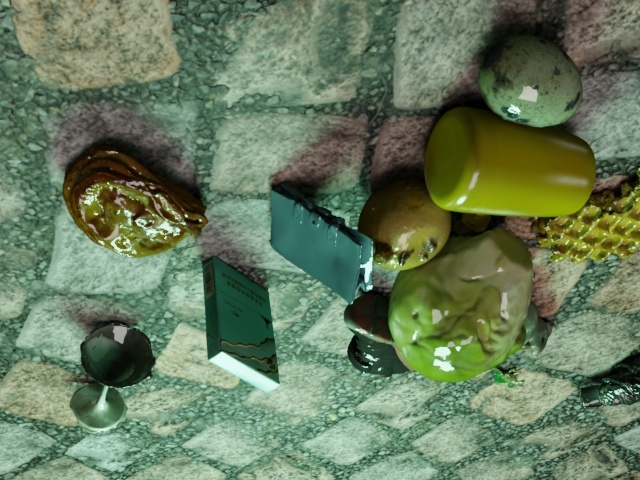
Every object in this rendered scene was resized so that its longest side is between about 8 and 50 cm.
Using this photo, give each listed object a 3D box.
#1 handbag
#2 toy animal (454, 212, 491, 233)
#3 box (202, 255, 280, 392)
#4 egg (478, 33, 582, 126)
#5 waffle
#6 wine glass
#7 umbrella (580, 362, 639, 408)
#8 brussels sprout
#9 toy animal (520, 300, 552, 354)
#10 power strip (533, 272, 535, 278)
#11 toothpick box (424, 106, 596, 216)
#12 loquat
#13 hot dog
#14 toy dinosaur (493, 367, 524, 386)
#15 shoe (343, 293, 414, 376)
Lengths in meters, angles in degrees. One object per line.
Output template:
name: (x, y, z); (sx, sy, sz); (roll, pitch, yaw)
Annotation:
handbag: (0.000, 0.000, 1.684); (0.057, 0.221, 0.144); (-32, 140, -31)
toy animal: (0.299, -0.055, 1.782); (0.083, 0.070, 0.159); (2, 141, -17)
box: (-0.151, 0.156, 1.799); (0.041, 0.229, 0.162); (-33, 134, 24)
egg: (0.335, -0.249, 1.519); (0.182, 0.141, 0.141); (20, 130, -25)
waffle: (0.550, -0.046, 1.839); (0.293, 0.069, 0.260); (-13, 137, 4)
wine glass: (-0.435, 0.290, 1.961); (0.156, 0.156, 0.232); (8, 140, -19)
umbrella: (0.778, 0.317, 2.253); (0.337, 0.154, 0.128); (-15, 101, 31)
brussels sprout: (0.263, 0.129, 1.783); (0.274, 0.242, 0.316); (-9, 133, -20)
toy animal: (0.437, 0.187, 2.039); (0.236, 0.108, 0.138); (24, 127, -33)
power strip: (0.288, 0.085, 1.942); (0.286, 0.048, 0.080); (-18, 133, 9)
toothpick box: (0.330, -0.124, 1.633); (0.271, 0.175, 0.175); (7, 135, -22)
loquat: (0.145, -0.021, 1.696); (0.172, 0.204, 0.149); (-19, 116, 37)
hot dog: (-0.306, -0.050, 1.630); (0.175, 0.114, 0.259); (-35, 132, 26)
toy dinosaur: (0.428, 0.319, 2.245); (0.120, 0.029, 0.060); (23, 140, -31)
shoe: (0.113, 0.207, 2.003); (0.137, 0.114, 0.291); (-23, 140, 22)
